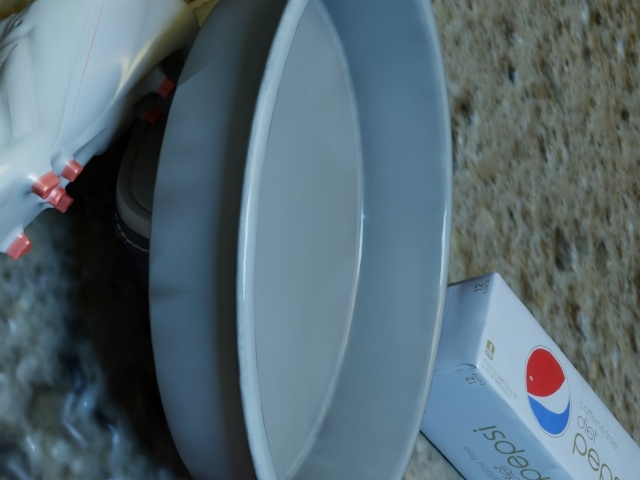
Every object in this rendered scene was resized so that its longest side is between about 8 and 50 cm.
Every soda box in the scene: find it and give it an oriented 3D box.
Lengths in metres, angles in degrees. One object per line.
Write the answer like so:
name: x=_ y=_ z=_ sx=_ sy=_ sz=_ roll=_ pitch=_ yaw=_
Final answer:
soda box: x=0.127 y=0.117 z=0.830 sx=0.216 sy=0.069 sz=0.074 roll=49 pitch=42 yaw=-32

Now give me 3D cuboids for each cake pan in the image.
cake pan: x=0.000 y=0.000 z=0.636 sx=0.293 sy=0.054 sz=0.293 roll=4 pitch=90 yaw=-70

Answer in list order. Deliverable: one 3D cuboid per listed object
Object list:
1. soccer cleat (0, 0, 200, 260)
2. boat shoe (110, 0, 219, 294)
soccer cleat: x=-0.123 y=-0.055 z=0.576 sx=0.076 sy=0.068 sz=0.196 roll=38 pitch=48 yaw=1
boat shoe: x=-0.054 y=-0.056 z=0.681 sx=0.206 sy=0.075 sz=0.065 roll=-71 pitch=175 yaw=-46
